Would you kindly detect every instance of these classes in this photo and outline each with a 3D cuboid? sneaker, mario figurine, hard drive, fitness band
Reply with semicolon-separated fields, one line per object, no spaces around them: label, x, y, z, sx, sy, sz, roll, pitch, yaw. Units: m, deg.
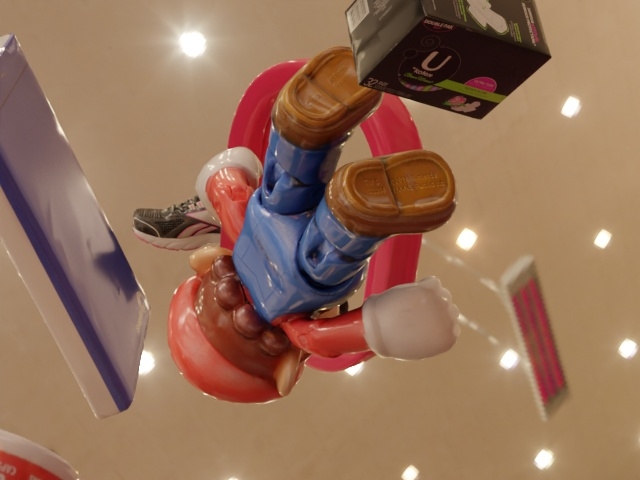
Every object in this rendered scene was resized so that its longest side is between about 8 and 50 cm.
sneaker;-0.143;-0.035;1.591;0.178;0.072;0.077;2;-66;-13
mario figurine;0.000;0.000;0.904;0.170;0.198;0.320;12;-32;-15
hard drive;-0.249;-0.018;1.204;0.040;0.210;0.318;-20;-66;7
fitness band;0.001;-0.021;1.153;0.054;0.209;0.290;-21;-54;-44

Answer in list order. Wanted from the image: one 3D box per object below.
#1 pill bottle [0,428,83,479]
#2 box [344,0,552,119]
pill bottle;-0.253;0.266;0.790;0.161;0.161;0.283;58;-146;-46
box;0.065;-0.107;0.667;0.083;0.052;0.062;12;-36;-31
